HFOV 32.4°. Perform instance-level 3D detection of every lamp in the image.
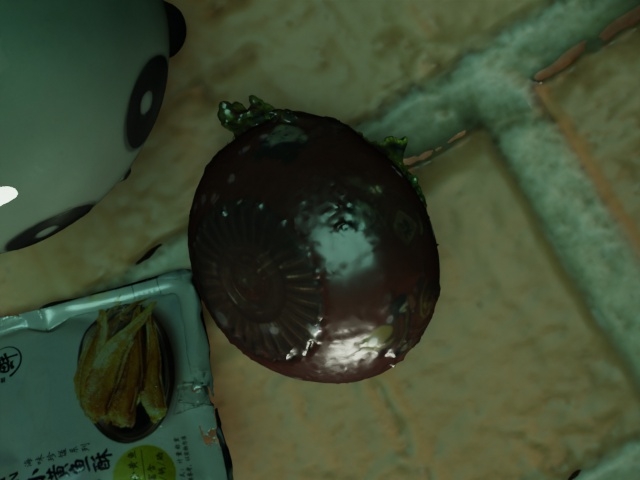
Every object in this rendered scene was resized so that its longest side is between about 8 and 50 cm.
[{"bbox_3d":[0.004,0.002,0.635,0.156,0.135,0.157,32,127,27],"label":"lamp"},{"bbox_3d":[-0.165,-0.088,0.570,0.198,0.244,0.197,0,94,7],"label":"lamp"}]

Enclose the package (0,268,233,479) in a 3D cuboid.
[{"bbox_3d":[-0.144,0.109,0.653,0.173,0.027,0.171,-14,60,-2],"label":"package"}]
